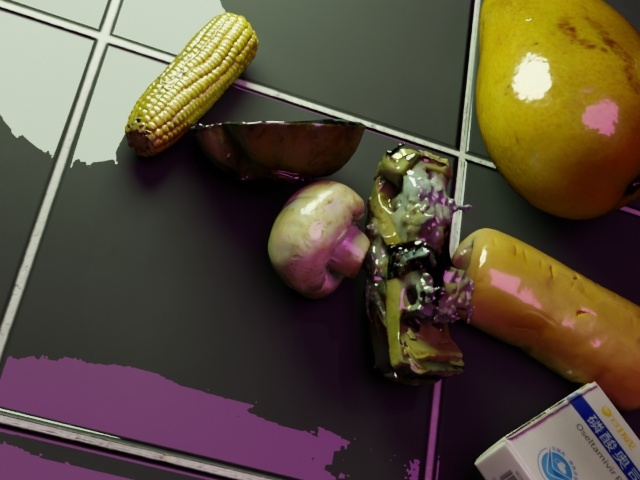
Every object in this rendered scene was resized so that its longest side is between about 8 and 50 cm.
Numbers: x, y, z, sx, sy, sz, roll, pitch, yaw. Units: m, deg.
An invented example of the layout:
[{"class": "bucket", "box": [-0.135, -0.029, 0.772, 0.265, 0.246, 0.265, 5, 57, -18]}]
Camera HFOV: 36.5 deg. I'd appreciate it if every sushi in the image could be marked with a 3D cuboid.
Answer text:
[{"class": "sushi", "box": [0.128, 0.029, 1.157, 0.139, 0.131, 0.290, 14, 62, -32]}]

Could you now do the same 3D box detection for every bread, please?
[{"class": "bread", "box": [0.305, 0.095, 1.224, 0.305, 0.091, 0.142, 29, 54, -6]}]

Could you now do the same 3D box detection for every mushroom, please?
[{"class": "mushroom", "box": [0.000, 0.000, 1.129, 0.112, 0.148, 0.148, 24, 59, 5]}]

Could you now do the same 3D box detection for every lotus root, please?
[{"class": "lotus root", "box": [-0.052, -0.105, 1.155, 0.204, 0.183, 0.077, -1, 94, -15]}]

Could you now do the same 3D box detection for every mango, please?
[{"class": "mango", "box": [0.331, -0.203, 1.303, 0.264, 0.221, 0.377, -3, 58, -17]}]

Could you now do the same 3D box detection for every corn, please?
[{"class": "corn", "box": [-0.157, -0.195, 1.194, 0.080, 0.080, 0.231, 37, 58, -1]}]

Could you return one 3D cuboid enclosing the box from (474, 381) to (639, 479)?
[{"class": "box", "box": [0.344, 0.343, 1.085, 0.200, 0.065, 0.343, -18, 67, -43]}]
